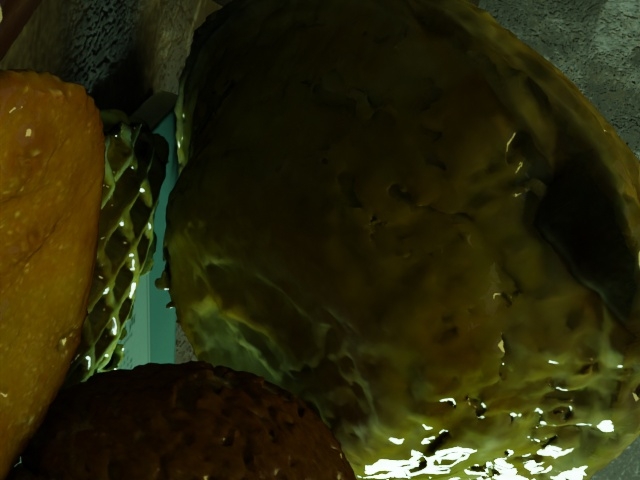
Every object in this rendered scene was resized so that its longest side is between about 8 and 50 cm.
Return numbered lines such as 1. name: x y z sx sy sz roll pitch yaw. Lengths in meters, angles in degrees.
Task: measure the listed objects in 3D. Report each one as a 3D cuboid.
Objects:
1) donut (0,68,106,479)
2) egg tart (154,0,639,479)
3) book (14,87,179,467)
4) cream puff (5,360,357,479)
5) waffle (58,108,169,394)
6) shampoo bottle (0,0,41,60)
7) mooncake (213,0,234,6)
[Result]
1. donut: -0.208 0.048 0.477 0.303 0.110 0.302 24 90 -82
2. egg tart: 0.021 0.025 0.793 0.178 0.443 0.443 -34 143 -37
3. book: -0.180 0.094 0.920 0.264 0.031 0.379 -58 159 -53
4. cream puff: -0.116 0.205 0.702 0.303 0.212 0.303 -22 140 -21
5. waffle: -0.161 0.014 0.730 0.214 0.054 0.207 3 103 -75
6. shampoo bottle: -0.160 -0.177 0.594 0.068 0.067 0.236 67 39 -57
7. mooncake: -0.016 -0.241 0.831 0.235 0.235 0.117 31 69 -78
